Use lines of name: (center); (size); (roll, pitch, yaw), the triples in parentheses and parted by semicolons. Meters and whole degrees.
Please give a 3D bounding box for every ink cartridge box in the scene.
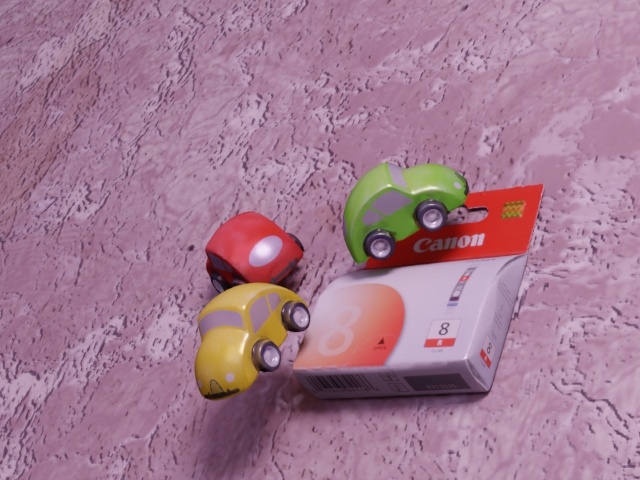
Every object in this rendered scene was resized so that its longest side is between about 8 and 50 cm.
ink cartridge box: (0.072, 0.026, 1.141); (0.145, 0.045, 0.179); (-7, 52, 35)

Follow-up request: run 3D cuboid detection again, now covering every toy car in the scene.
toy car: (0.000, 0.000, 1.167); (0.225, 0.053, 0.239); (-31, 20, 12)
